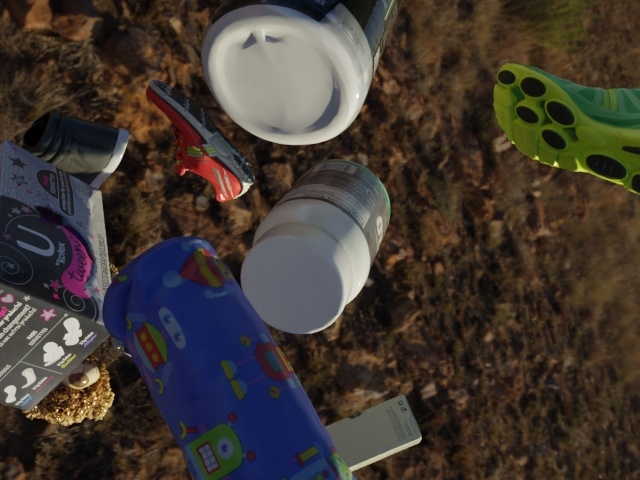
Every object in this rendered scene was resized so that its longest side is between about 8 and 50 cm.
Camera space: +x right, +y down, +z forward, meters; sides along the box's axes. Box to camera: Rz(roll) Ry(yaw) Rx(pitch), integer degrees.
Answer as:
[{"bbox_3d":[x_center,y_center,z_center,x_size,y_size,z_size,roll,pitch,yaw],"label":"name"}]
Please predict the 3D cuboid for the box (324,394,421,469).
[{"bbox_3d":[0.059,0.410,1.257,0.113,0.275,0.094,80,-11,-66],"label":"box"}]

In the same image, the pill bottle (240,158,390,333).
[{"bbox_3d":[0.000,0.000,1.111,0.204,0.204,0.361,65,24,-16],"label":"pill bottle"}]

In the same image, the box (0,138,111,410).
[{"bbox_3d":[-0.344,0.032,0.709,0.142,0.163,0.247,33,22,-42],"label":"box"}]

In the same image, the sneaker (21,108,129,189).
[{"bbox_3d":[-0.464,-0.133,1.113,0.146,0.295,0.105,23,51,-29],"label":"sneaker"}]

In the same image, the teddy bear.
[{"bbox_3d":[-0.449,0.161,1.160,0.245,0.113,0.338,47,32,-35],"label":"teddy bear"}]

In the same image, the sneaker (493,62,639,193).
[{"bbox_3d":[0.359,-0.146,0.809,0.123,0.295,0.110,-37,150,-41],"label":"sneaker"}]

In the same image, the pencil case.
[{"bbox_3d":[-0.086,0.144,0.555,0.306,0.133,0.119,55,11,17],"label":"pencil case"}]

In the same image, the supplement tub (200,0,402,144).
[{"bbox_3d":[-0.005,-0.283,0.779,0.194,0.193,0.316,51,42,-31],"label":"supplement tub"}]

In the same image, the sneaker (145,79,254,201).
[{"bbox_3d":[-0.252,-0.186,1.230,0.279,0.118,0.107,49,11,-20],"label":"sneaker"}]
